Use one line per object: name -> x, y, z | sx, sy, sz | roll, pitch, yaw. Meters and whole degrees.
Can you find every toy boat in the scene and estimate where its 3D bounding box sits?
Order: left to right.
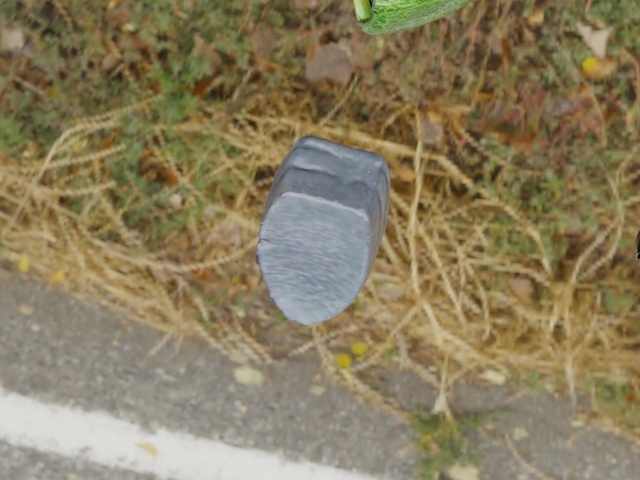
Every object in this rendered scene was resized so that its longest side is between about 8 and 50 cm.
toy boat -> 0.000, 0.000, 1.267 | 0.127, 0.078, 0.283 | 13, 148, 1

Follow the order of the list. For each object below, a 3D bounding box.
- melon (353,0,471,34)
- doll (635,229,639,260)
melon -> 0.109, -0.297, 0.977 | 0.169, 0.129, 0.265 | -9, 111, -9
doll -> 0.286, -0.005, 0.884 | 0.113, 0.078, 0.077 | -12, 87, 22
